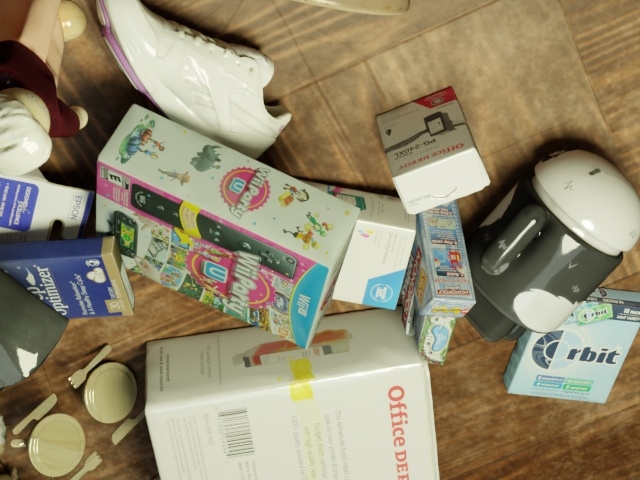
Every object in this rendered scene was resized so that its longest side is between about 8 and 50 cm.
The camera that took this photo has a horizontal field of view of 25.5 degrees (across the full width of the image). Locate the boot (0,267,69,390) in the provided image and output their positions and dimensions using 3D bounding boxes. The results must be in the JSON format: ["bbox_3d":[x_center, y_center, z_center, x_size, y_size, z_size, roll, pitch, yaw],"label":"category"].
[{"bbox_3d":[-0.467,-0.026,1.651,0.367,0.146,0.445,-42,101,8],"label":"boot"}]

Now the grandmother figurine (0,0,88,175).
[{"bbox_3d":[-0.328,-0.186,1.535,0.208,0.342,0.104,30,117,-26],"label":"grandmother figurine"}]

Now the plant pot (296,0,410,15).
[{"bbox_3d":[-0.004,-0.382,1.521,0.263,0.263,0.229,10,107,-15],"label":"plant pot"}]

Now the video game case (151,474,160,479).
[{"bbox_3d":[-0.252,0.475,2.219,0.227,0.026,0.206,-36,122,18],"label":"video game case"}]

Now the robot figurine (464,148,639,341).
[{"bbox_3d":[0.296,0.007,1.868,0.173,0.209,0.278,35,112,-12],"label":"robot figurine"}]

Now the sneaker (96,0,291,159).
[{"bbox_3d":[-0.152,-0.214,1.703,0.152,0.114,0.305,-38,126,1],"label":"sneaker"}]

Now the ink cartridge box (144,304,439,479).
[{"bbox_3d":[-0.037,0.267,2.009,0.384,0.160,0.279,-8,122,-1],"label":"ink cartridge box"}]

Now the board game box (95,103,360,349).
[{"bbox_3d":[-0.120,-0.011,1.730,0.303,0.097,0.224,24,149,5],"label":"board game box"}]

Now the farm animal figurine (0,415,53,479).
[{"bbox_3d":[-0.512,0.391,2.043,0.330,0.172,0.327,-35,108,15],"label":"farm animal figurine"}]

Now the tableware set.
[{"bbox_3d":[-0.337,0.248,1.977,0.194,0.039,0.128,-44,117,-30],"label":"tableware set"}]

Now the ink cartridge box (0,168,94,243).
[{"bbox_3d":[-0.486,-0.041,1.791,0.371,0.069,0.176,12,122,-13],"label":"ink cartridge box"}]

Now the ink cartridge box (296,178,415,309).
[{"bbox_3d":[0.000,0.000,1.861,0.231,0.078,0.134,10,124,-3],"label":"ink cartridge box"}]

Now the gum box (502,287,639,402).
[{"bbox_3d":[0.369,0.150,2.060,0.157,0.041,0.184,7,125,-12],"label":"gum box"}]

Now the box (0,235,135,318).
[{"bbox_3d":[-0.360,0.052,1.800,0.225,0.036,0.136,-2,143,5],"label":"box"}]

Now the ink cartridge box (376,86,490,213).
[{"bbox_3d":[0.139,-0.113,1.771,0.109,0.150,0.063,-21,126,7],"label":"ink cartridge box"}]

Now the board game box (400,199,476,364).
[{"bbox_3d":[0.148,0.059,1.870,0.060,0.194,0.194,4,124,-11],"label":"board game box"}]
